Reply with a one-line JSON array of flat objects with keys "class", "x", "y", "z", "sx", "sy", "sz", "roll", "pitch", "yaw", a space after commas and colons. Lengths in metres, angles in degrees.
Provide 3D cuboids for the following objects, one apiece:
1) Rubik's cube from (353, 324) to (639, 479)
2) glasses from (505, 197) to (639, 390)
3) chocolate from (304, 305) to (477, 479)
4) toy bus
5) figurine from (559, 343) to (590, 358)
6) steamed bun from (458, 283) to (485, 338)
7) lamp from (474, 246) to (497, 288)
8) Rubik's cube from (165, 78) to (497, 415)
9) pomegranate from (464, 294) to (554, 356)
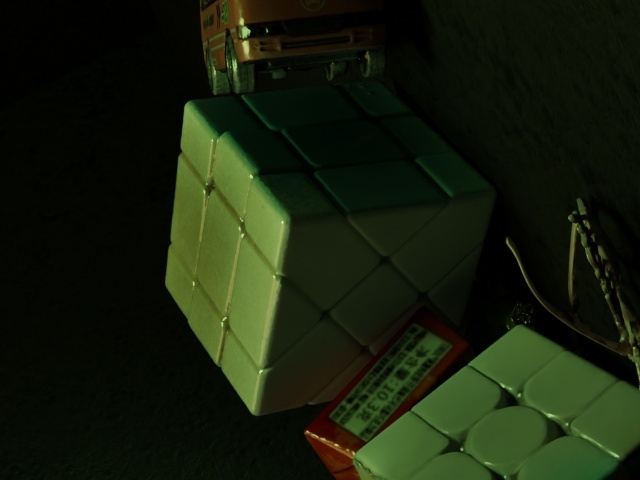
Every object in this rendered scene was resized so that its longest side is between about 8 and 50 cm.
[{"class": "Rubik's cube", "x": 0.263, "y": 0.327, "z": 1.656, "sx": 0.291, "sy": 0.290, "sz": 0.291, "roll": 32, "pitch": 153, "yaw": 51}, {"class": "glasses", "x": 0.277, "y": 0.066, "z": 1.434, "sx": 0.255, "sy": 0.095, "sz": 0.162, "roll": 60, "pitch": -174, "yaw": -32}, {"class": "chocolate", "x": 0.127, "y": 0.250, "z": 1.794, "sx": 0.108, "sy": 0.237, "sz": 0.234, "roll": 26, "pitch": 153, "yaw": 48}, {"class": "toy bus", "x": -0.048, "y": -0.319, "z": 1.831, "sx": 0.427, "sy": 0.203, "sz": 0.233, "roll": -155, "pitch": 58, "yaw": -78}, {"class": "figurine", "x": 0.326, "y": 0.161, "z": 1.743, "sx": 0.109, "sy": 0.047, "sz": 0.064, "roll": 26, "pitch": 138, "yaw": 61}, {"class": "steamed bun", "x": 0.129, "y": 0.126, "z": 2.114, "sx": 0.200, "sy": 0.250, "sz": 0.155, "roll": 59, "pitch": 174, "yaw": 22}, {"class": "lamp", "x": 0.225, "y": 0.025, "z": 1.972, "sx": 0.083, "sy": 0.031, "sz": 0.063, "roll": 67, "pitch": 169, "yaw": -15}, {"class": "Rubik's cube", "x": 0.000, "y": 0.000, "z": 1.872, "sx": 0.316, "sy": 0.322, "sz": 0.318, "roll": 51, "pitch": 140, "yaw": 45}, {"class": "pomegranate", "x": 0.247, "y": 0.128, "z": 1.836, "sx": 0.130, "sy": 0.130, "sz": 0.130, "roll": 60, "pitch": 172, "yaw": 14}]
